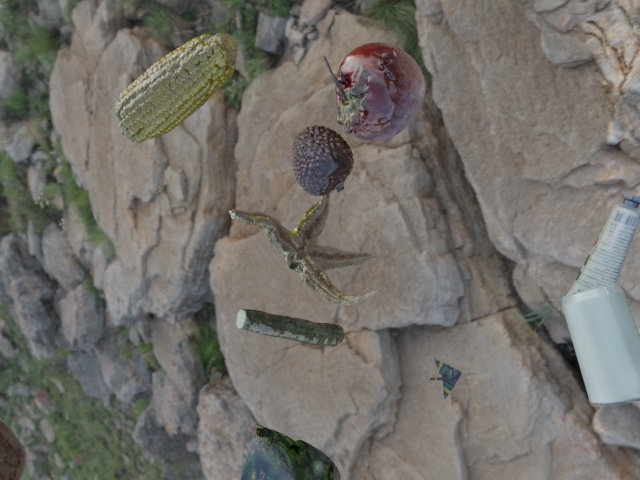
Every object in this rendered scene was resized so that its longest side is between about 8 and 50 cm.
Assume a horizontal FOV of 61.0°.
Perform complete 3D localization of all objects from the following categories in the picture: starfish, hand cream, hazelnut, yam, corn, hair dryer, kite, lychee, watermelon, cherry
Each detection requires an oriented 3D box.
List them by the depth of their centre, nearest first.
[{"bbox_3d":[0.396,0.118,0.679,0.073,0.236,0.131,-28,69,49],"label":"hair dryer"},{"bbox_3d":[-0.047,0.412,0.917,0.145,0.137,0.193,8,91,12],"label":"watermelon"},{"bbox_3d":[0.004,-0.148,1.003,0.123,0.123,0.129,-10,95,50],"label":"lychee"},{"bbox_3d":[-0.283,-0.288,1.045,0.321,0.119,0.119,-22,92,32],"label":"corn"},{"bbox_3d":[0.128,-0.309,1.117,0.175,0.249,0.192,-10,107,37],"label":"cherry"},{"bbox_3d":[-0.733,0.482,1.163,0.212,0.181,0.181,64,173,4],"label":"hazelnut"},{"bbox_3d":[0.625,0.034,1.183,0.095,0.059,0.276,23,105,20],"label":"hand cream"},{"bbox_3d":[-0.066,0.205,1.270,0.061,0.274,0.061,-30,52,47],"label":"yam"},{"bbox_3d":[-0.005,0.008,1.454,0.398,0.384,0.132,47,135,2],"label":"starfish"},{"bbox_3d":[0.338,0.369,1.460,0.004,0.090,0.122,-101,1,-84],"label":"kite"}]
